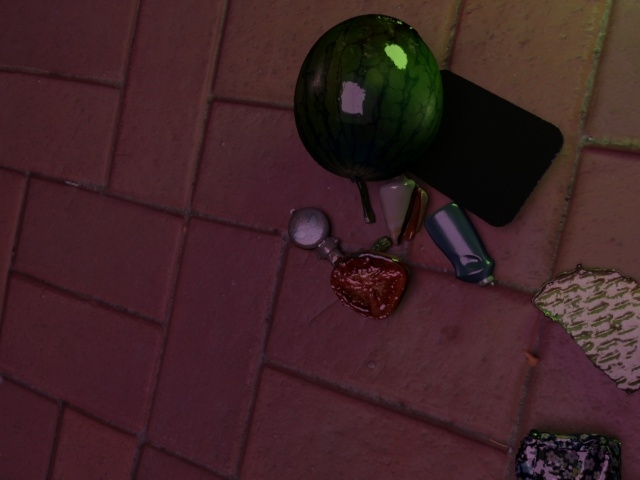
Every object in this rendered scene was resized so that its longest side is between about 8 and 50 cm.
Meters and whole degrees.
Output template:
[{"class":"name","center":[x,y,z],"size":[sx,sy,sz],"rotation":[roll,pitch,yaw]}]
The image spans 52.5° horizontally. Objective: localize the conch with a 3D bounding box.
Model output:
[{"class":"conch","center":[0.188,-0.076,1.495],"size":[0.104,0.094,0.176],"rotation":[-4,90,-13]}]

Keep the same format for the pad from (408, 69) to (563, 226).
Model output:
[{"class":"pad","center":[0.361,-0.236,1.455],"size":[0.375,0.063,0.315],"rotation":[41,107,33]}]

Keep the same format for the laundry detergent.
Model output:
[{"class":"laundry detergent","center":[0.319,0.019,1.442],"size":[0.096,0.061,0.206],"rotation":[-34,74,12]}]

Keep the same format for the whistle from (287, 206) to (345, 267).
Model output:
[{"class":"whistle","center":[0.000,0.000,1.606],"size":[0.107,0.057,0.220],"rotation":[-45,74,3]}]

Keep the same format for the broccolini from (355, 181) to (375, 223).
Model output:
[{"class":"broccolini","center":[0.078,-0.162,1.575],"size":[0.071,0.057,0.254],"rotation":[135,122,-64]}]

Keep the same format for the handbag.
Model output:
[{"class":"handbag","center":[0.490,0.490,1.295],"size":[0.208,0.127,0.229],"rotation":[-1,95,31]}]

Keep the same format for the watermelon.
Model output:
[{"class":"watermelon","center":[0.104,-0.300,1.411],"size":[0.363,0.363,0.363],"rotation":[-1,87,26]}]

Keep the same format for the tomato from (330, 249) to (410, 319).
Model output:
[{"class":"tomato","center":[0.119,0.087,1.518],"size":[0.174,0.082,0.166],"rotation":[27,114,11]}]

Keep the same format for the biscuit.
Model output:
[{"class":"biscuit","center":[0.587,0.158,1.315],"size":[0.187,0.036,0.273],"rotation":[-45,69,17]}]

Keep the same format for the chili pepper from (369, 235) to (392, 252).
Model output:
[{"class":"chili pepper","center":[0.136,0.023,1.550],"size":[0.034,0.030,0.091],"rotation":[40,108,-3]}]
